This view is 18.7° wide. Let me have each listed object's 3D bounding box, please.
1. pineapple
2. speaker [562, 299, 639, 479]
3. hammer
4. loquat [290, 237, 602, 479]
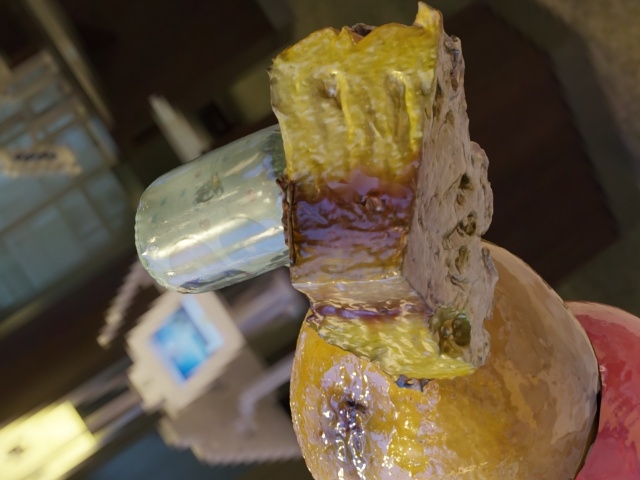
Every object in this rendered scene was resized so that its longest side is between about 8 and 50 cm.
[{"bbox_3d":[0.042,-0.014,1.154,0.186,0.114,0.236,-33,-71,-63],"label":"pineapple"},{"bbox_3d":[0.233,0.199,1.820,0.294,0.294,0.294,55,173,10],"label":"speaker"},{"bbox_3d":[0.000,0.000,1.778,0.335,0.206,0.119,22,-123,-49],"label":"hammer"},{"bbox_3d":[0.097,0.125,1.601,0.263,0.263,0.263,55,173,10],"label":"loquat"}]
